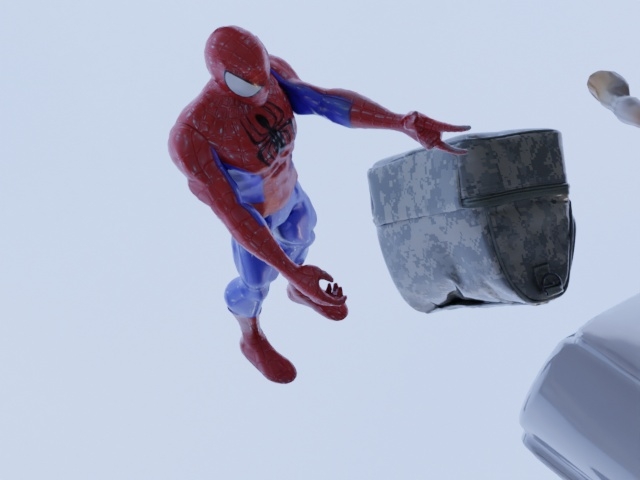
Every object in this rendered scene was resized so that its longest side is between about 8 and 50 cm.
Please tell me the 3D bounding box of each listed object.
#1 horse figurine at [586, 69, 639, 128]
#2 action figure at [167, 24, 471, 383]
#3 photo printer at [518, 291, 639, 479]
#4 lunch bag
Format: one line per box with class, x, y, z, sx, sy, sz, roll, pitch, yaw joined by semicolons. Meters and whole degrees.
horse figurine;0.212;-0.029;0.297;0.263;0.174;0.066;-18;-53;-3
action figure;0.000;0.000;0.537;0.091;0.139;0.280;-51;-27;-24
photo printer;0.306;0.143;0.582;0.256;0.307;0.107;-14;-48;-47
lunch bag;0.227;-0.020;1.475;0.213;0.305;0.256;-7;-91;-32
